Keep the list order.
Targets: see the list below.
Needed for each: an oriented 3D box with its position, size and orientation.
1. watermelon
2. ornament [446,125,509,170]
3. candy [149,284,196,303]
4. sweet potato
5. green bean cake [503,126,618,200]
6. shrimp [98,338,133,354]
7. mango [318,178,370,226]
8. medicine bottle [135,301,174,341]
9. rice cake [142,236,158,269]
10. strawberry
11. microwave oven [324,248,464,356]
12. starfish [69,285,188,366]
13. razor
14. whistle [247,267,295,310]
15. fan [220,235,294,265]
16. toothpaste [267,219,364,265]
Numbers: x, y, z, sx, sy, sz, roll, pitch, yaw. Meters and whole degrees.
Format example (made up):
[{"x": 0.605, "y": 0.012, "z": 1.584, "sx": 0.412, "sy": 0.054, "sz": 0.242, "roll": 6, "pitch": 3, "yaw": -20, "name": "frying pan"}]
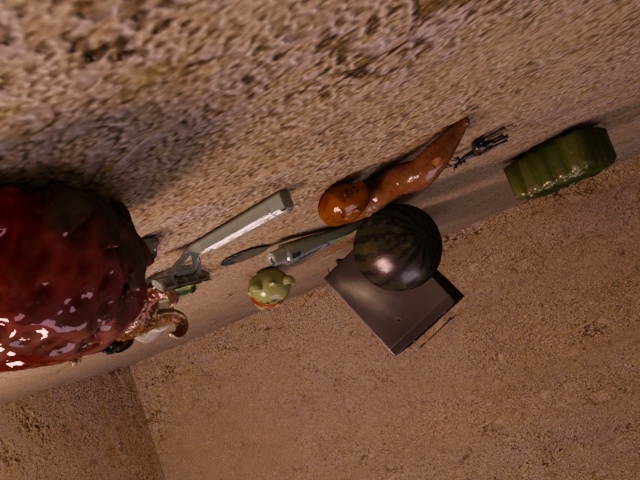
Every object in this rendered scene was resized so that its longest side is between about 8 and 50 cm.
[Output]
[{"x": 0.180, "y": 0.017, "z": 1.210, "sx": 0.212, "sy": 0.212, "sz": 0.212, "roll": -21, "pitch": 171, "yaw": -3, "name": "watermelon"}, {"x": 0.275, "y": -0.162, "z": 0.928, "sx": 0.125, "sy": 0.028, "sz": 0.073, "roll": -26, "pitch": 171, "yaw": 17, "name": "ornament"}, {"x": -0.324, "y": 0.108, "z": 1.138, "sx": 0.102, "sy": 0.032, "sz": 0.178, "roll": -16, "pitch": 171, "yaw": -16, "name": "candy"}, {"x": 0.136, "y": -0.100, "z": 0.840, "sx": 0.281, "sy": 0.059, "sz": 0.067, "roll": -28, "pitch": -162, "yaw": 50, "name": "sweet potato"}, {"x": 0.571, "y": -0.182, "z": 1.233, "sx": 0.200, "sy": 0.113, "sz": 0.214, "roll": -15, "pitch": 170, "yaw": -40, "name": "green bean cake"}, {"x": -0.653, "y": 0.305, "z": 1.473, "sx": 0.233, "sy": 0.071, "sz": 0.365, "roll": -13, "pitch": 175, "yaw": -16, "name": "shrimp"}, {"x": 0.036, "y": -0.057, "z": 0.861, "sx": 0.077, "sy": 0.063, "sz": 0.127, "roll": -7, "pitch": 167, "yaw": -26, "name": "mango"}, {"x": -0.424, "y": 0.202, "z": 1.295, "sx": 0.086, "sy": 0.086, "sz": 0.183, "roll": -16, "pitch": 170, "yaw": -31, "name": "medicine bottle"}, {"x": -0.285, "y": 0.040, "z": 0.803, "sx": 0.033, "sy": 0.033, "sz": 0.208, "roll": -5, "pitch": 163, "yaw": -30, "name": "rice cake"}, {"x": -0.327, "y": 0.066, "z": 0.481, "sx": 0.336, "sy": 0.149, "sz": 0.265, "roll": -20, "pitch": 173, "yaw": -4, "name": "strawberry"}, {"x": 0.245, "y": 0.146, "z": 1.637, "sx": 0.236, "sy": 0.374, "sz": 0.432, "roll": -46, "pitch": 164, "yaw": 9, "name": "microwave oven"}, {"x": -0.410, "y": 0.169, "z": 1.013, "sx": 0.312, "sy": 0.113, "sz": 0.303, "roll": -14, "pitch": 174, "yaw": 10, "name": "starfish"}, {"x": -0.152, "y": -0.004, "z": 0.828, "sx": 0.278, "sy": 0.056, "sz": 0.111, "roll": -35, "pitch": 167, "yaw": 30, "name": "razor"}, {"x": -0.157, "y": 0.149, "z": 1.543, "sx": 0.131, "sy": 0.106, "sz": 0.288, "roll": -12, "pitch": 169, "yaw": -15, "name": "whistle"}, {"x": -0.138, "y": 0.023, "z": 1.141, "sx": 0.175, "sy": 0.005, "sz": 0.113, "roll": -21, "pitch": 173, "yaw": 1, "name": "fan"}, {"x": 0.000, "y": 0.000, "z": 1.207, "sx": 0.297, "sy": 0.048, "sz": 0.075, "roll": -21, "pitch": 173, "yaw": -40, "name": "toothpaste"}]
